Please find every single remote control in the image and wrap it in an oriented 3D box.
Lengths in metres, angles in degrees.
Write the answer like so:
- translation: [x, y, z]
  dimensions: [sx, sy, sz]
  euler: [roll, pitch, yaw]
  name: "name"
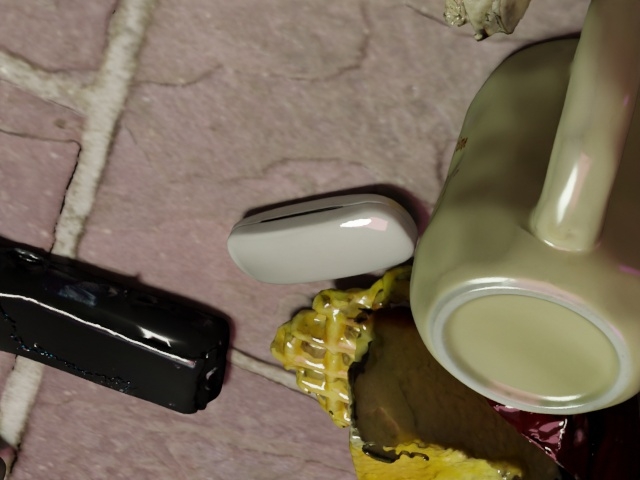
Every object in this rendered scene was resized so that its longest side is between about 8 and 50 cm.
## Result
- translation: [-0.277, 0.058, 1.486]
  dimensions: [0.398, 0.062, 0.145]
  euler: [18, 142, 4]
  name: "remote control"

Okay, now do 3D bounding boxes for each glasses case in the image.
- translation: [0.000, 0.000, 1.301]
  dimensions: [0.164, 0.041, 0.063]
  euler: [-10, 132, 35]
  name: "glasses case"

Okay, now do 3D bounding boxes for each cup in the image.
- translation: [0.175, -0.024, 1.057]
  dimensions: [0.173, 0.202, 0.255]
  euler: [30, 141, -11]
  name: "cup"

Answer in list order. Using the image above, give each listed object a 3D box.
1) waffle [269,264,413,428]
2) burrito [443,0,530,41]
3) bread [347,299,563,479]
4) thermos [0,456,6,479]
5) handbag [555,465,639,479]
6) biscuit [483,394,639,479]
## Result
- translation: [0.092, 0.115, 1.396]
  dimensions: [0.245, 0.052, 0.254]
  euler: [-21, 126, 40]
  name: "waffle"
- translation: [0.127, -0.193, 0.990]
  dimensions: [0.058, 0.063, 0.229]
  euler: [3, 148, -25]
  name: "burrito"
- translation: [0.086, 0.128, 1.268]
  dimensions: [0.169, 0.140, 0.160]
  euler: [-6, 144, 19]
  name: "bread"
- translation: [-0.405, 0.190, 1.693]
  dimensions: [0.137, 0.105, 0.193]
  euler: [-30, 117, 15]
  name: "thermos"
- translation: [0.203, 0.232, 1.298]
  dimensions: [0.275, 0.244, 0.088]
  euler: [-12, 105, 9]
  name: "handbag"
- translation: [0.159, 0.078, 1.236]
  dimensions: [0.063, 0.151, 0.235]
  euler: [-22, 128, 29]
  name: "biscuit"
